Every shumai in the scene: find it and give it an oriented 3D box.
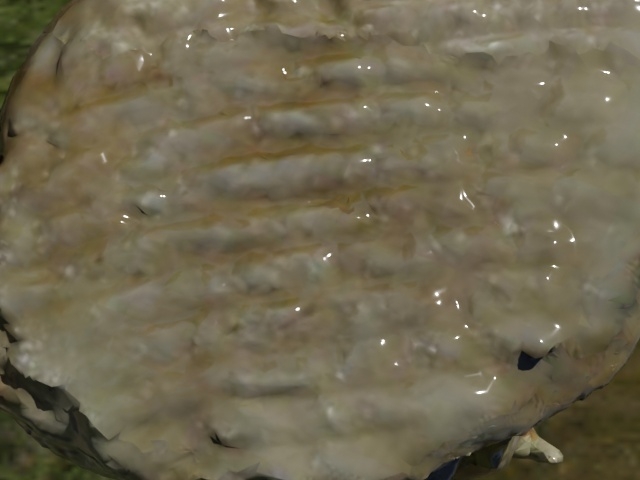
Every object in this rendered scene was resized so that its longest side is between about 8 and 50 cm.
[{"bbox_3d":[0.000,0.000,0.834,0.262,0.314,0.267,80,-13,-76],"label":"shumai"}]
